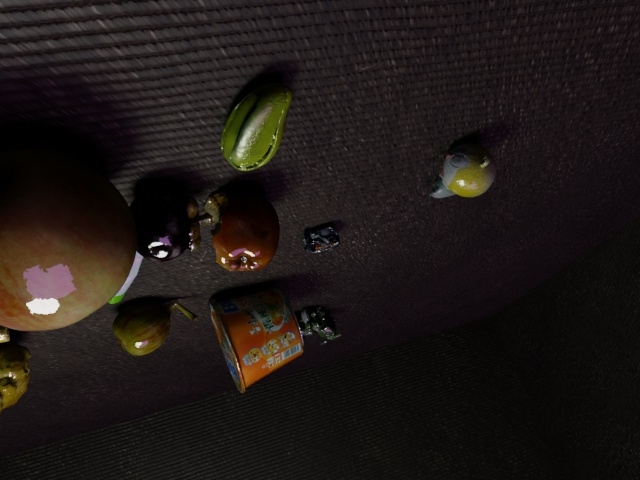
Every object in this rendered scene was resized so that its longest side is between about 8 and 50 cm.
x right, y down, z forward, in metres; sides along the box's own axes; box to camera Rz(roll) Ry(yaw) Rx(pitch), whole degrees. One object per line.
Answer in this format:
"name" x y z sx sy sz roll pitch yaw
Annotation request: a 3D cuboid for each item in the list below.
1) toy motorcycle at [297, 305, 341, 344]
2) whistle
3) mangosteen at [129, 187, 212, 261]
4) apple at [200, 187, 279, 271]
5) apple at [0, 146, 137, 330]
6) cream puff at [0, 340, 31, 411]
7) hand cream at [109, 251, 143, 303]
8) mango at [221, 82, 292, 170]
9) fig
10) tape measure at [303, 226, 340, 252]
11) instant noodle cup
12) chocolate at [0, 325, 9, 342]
"toy motorcycle" -0.053 0.346 1.948 0.205 0.127 0.275 -30 152 19
"whistle" 0.308 -0.150 1.142 0.123 0.122 0.223 -10 173 -20
"mangosteen" -0.272 -0.030 0.912 0.152 0.137 0.137 -6 155 -20
"apple" -0.150 -0.018 1.000 0.147 0.158 0.156 -13 153 -18
"apple" -0.403 -0.004 0.717 0.257 0.256 0.234 -22 144 7
"cream puff" -0.830 0.334 1.210 0.245 0.196 0.244 -13 164 -4
"hand cream" -0.434 0.053 1.100 0.079 0.050 0.275 -35 169 -44
"mango" -0.098 -0.180 0.784 0.091 0.074 0.165 7 135 -38
"fig" -0.463 0.221 1.356 0.186 0.148 0.142 -52 150 -21
"tape measure" 0.002 0.000 1.292 0.095 0.054 0.091 -9 158 -8
"instant noodle cup" -0.191 0.284 1.526 0.214 0.296 0.296 -20 159 -20
"chocolate" -0.840 0.232 1.149 0.220 0.085 0.085 -8 155 -33
